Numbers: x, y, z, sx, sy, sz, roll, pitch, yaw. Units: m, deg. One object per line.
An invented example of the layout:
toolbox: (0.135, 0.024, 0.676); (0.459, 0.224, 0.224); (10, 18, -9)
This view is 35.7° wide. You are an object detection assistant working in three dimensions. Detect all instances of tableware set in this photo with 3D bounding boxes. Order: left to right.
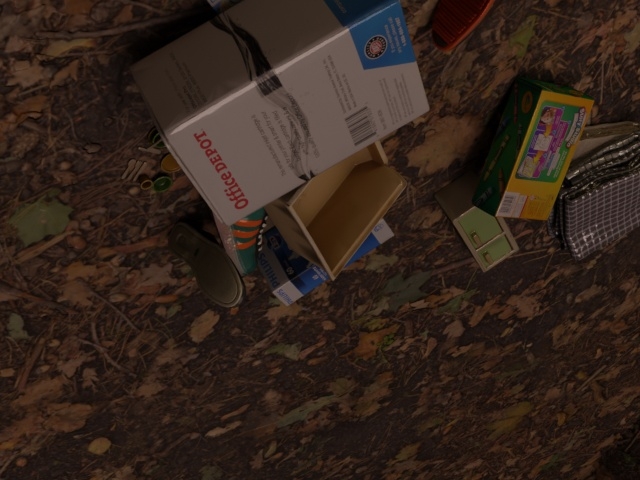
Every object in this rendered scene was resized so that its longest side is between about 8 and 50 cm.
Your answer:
tableware set: (-0.265, -0.143, 1.704); (0.104, 0.024, 0.154); (11, 127, -44)

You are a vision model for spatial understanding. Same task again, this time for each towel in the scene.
towel: (0.588, -0.179, 2.260); (0.282, 0.049, 0.187); (-10, 141, -28)
towel: (0.651, -0.100, 2.259); (0.284, 0.121, 0.235); (-28, 145, -4)

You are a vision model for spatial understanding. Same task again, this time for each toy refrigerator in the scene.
toy refrigerator: (0.355, -0.036, 2.225); (0.102, 0.094, 0.269); (-34, 145, 5)

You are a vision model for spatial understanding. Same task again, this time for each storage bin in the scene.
storage bin: (0.021, -0.113, 1.797); (0.260, 0.123, 0.262); (-51, 147, -14)

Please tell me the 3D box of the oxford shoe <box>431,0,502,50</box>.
oxford shoe: (0.295, -0.431, 1.699); (0.098, 0.097, 0.271); (6, 132, -48)

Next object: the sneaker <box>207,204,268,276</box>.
sneaker: (-0.138, -0.046, 1.843); (0.121, 0.108, 0.302); (-20, 143, -7)

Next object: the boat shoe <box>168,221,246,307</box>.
boat shoe: (-0.191, 0.044, 1.808); (0.079, 0.233, 0.084); (24, 104, -46)

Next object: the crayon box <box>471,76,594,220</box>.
crayon box: (0.435, -0.183, 2.040); (0.165, 0.081, 0.278); (3, 113, -38)

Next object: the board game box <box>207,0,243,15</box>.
board game box: (-0.067, -0.395, 1.527); (0.201, 0.035, 0.136); (-35, 145, 7)

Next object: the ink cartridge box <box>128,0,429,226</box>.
ink cartridge box: (-0.056, -0.236, 1.558); (0.395, 0.166, 0.285); (-30, 148, -2)

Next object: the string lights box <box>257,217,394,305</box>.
string lights box: (0.000, 0.000, 1.976); (0.260, 0.133, 0.077); (-34, 145, 4)
